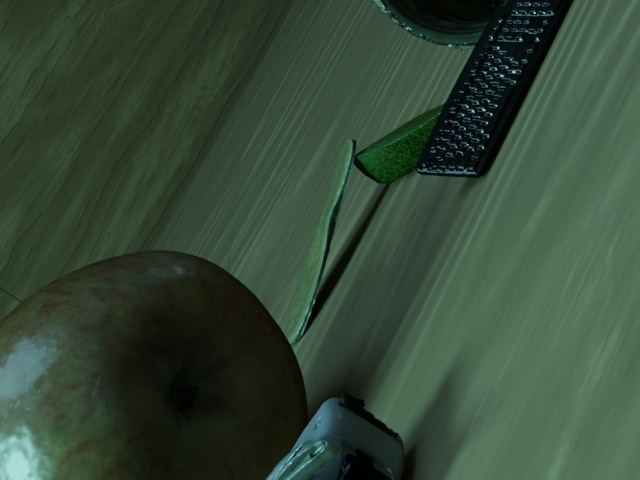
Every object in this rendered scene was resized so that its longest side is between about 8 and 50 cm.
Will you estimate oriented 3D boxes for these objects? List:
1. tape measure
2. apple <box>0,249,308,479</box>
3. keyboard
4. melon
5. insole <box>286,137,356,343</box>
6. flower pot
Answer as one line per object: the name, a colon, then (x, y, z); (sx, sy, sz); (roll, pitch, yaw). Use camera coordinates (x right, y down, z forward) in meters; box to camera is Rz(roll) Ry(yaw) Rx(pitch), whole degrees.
tape measure: (-0.016, 0.221, 1.293); (0.196, 0.105, 0.178); (-55, 11, 6)
apple: (-0.168, 0.165, 1.581); (0.269, 0.345, 0.344); (118, 177, -48)
keyboard: (0.172, -0.163, 1.710); (0.087, 0.017, 0.250); (7, 59, 40)
melon: (0.126, -0.128, 1.922); (0.114, 0.053, 0.262); (-40, 4, -29)
insole: (0.000, 0.000, 1.998); (0.081, 0.011, 0.247); (168, 119, -76)
flower pot: (0.165, -0.314, 1.867); (0.235, 0.235, 0.140); (-56, -13, 9)
